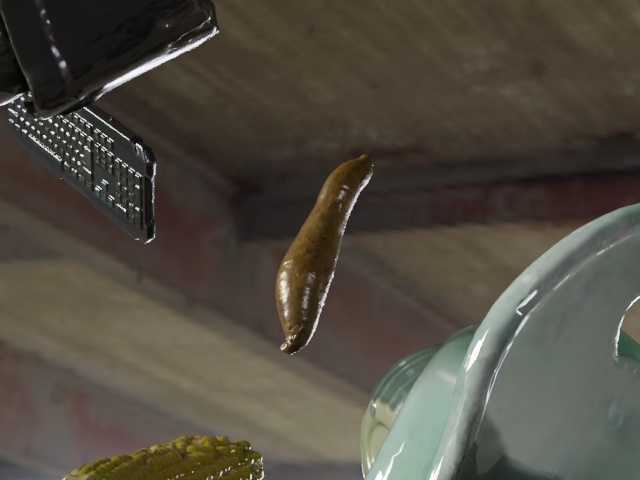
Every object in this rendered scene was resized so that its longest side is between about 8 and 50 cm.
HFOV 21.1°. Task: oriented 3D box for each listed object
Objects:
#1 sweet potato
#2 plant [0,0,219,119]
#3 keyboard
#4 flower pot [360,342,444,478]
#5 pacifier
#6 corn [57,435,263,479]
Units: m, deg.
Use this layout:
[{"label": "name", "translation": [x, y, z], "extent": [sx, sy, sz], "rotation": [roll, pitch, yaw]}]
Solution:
[{"label": "sweet potato", "translation": [0.000, 0.000, 0.771], "extent": [0.026, 0.115, 0.026], "rotation": [16, -31, 10]}, {"label": "plant", "translation": [-0.216, -0.185, 1.416], "extent": [0.256, 0.164, 0.142], "rotation": [-12, 8, -2]}, {"label": "keyboard", "translation": [-0.226, -0.090, 1.591], "extent": [0.016, 0.106, 0.262], "rotation": [-17, 36, -33]}, {"label": "flower pot", "translation": [0.125, 0.189, 1.489], "extent": [0.157, 0.189, 0.243], "rotation": [-2, 19, -16]}, {"label": "pacifier", "translation": [0.138, 0.166, 0.728], "extent": [0.269, 0.343, 0.288], "rotation": [31, 1, 40]}, {"label": "corn", "translation": [-0.133, 0.207, 1.428], "extent": [0.086, 0.087, 0.288], "rotation": [0, -2, 23]}]
